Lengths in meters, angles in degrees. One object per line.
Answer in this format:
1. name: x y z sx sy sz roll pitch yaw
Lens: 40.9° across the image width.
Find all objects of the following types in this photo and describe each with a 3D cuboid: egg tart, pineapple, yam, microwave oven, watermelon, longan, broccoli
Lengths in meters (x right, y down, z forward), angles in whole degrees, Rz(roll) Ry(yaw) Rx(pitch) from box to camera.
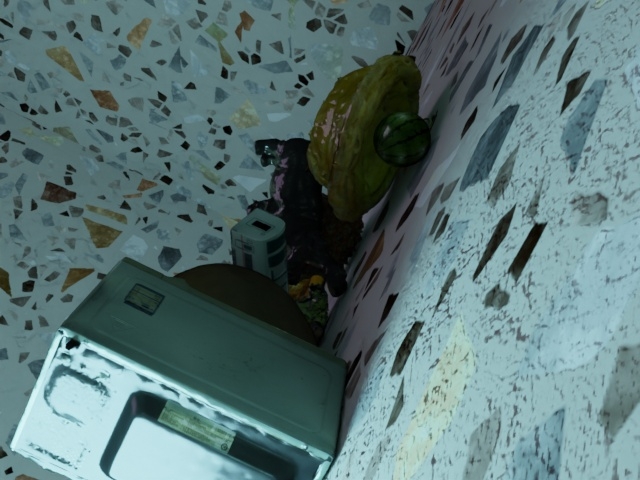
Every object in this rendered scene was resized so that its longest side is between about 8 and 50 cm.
1. egg tart: 0.073 -0.203 1.603 0.345 0.132 0.345 -54 -21 -31
2. pineapple: 0.000 0.000 1.815 0.166 0.166 0.193 -101 35 -84
3. yam: -0.045 0.228 1.711 0.264 0.046 0.046 119 176 -56
4. microwave oven: -0.173 0.222 1.118 0.218 0.355 0.286 -63 5 19
5. watermelon: 0.145 -0.174 1.471 0.109 0.109 0.109 -63 4 7
6. longan: -0.158 0.207 1.443 0.361 0.361 0.361 -63 4 7
7. broccoli: -0.026 0.138 1.705 0.097 0.092 0.095 -43 39 45

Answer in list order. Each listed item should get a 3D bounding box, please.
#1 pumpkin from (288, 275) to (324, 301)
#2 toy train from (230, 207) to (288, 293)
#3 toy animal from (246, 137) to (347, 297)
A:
1. pumpkin: -0.095 0.104 2.152 0.281 0.190 0.139 -66 5 -19
2. toy train: -0.104 0.135 1.645 0.086 0.088 0.407 -43 -36 -42
3. toy animal: -0.052 -0.041 1.695 0.106 0.168 0.343 59 -161 -71
